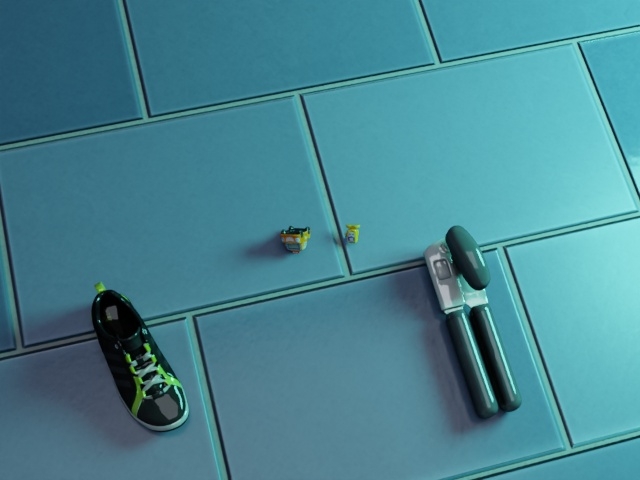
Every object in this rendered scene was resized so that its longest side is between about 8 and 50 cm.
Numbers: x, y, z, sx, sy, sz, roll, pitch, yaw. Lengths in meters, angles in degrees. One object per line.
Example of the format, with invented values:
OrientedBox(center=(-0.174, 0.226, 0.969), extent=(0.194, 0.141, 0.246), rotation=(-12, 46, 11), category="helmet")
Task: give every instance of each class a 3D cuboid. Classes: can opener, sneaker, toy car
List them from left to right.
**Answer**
OrientedBox(center=(-0.268, 0.167, 1.344), extent=(0.084, 0.097, 0.234), rotation=(-31, 75, -15), category="sneaker")
OrientedBox(center=(0.000, 0.000, 1.456), extent=(0.122, 0.060, 0.040), rotation=(0, 101, 2), category="toy car")
OrientedBox(center=(0.229, 0.117, 1.408), extent=(0.076, 0.095, 0.283), rotation=(-13, 71, -9), category="can opener")
